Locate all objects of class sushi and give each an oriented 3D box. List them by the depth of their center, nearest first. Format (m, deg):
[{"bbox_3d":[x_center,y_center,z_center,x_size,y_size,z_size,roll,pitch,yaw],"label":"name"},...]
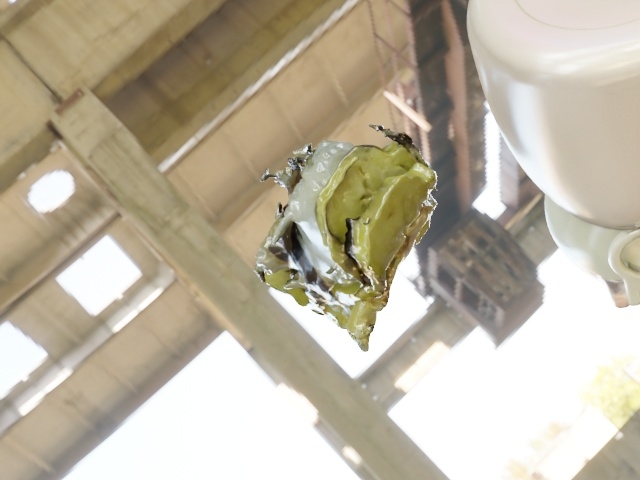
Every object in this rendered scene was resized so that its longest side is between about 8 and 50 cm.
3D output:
[{"bbox_3d":[0.006,0.003,0.814,0.139,0.131,0.291,-62,12,-13],"label":"sushi"}]

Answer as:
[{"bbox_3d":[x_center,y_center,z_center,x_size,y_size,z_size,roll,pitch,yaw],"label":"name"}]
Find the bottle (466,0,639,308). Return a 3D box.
[{"bbox_3d":[0.179,-0.061,0.592,0.147,0.147,0.236,-41,-44,-13],"label":"bottle"}]
